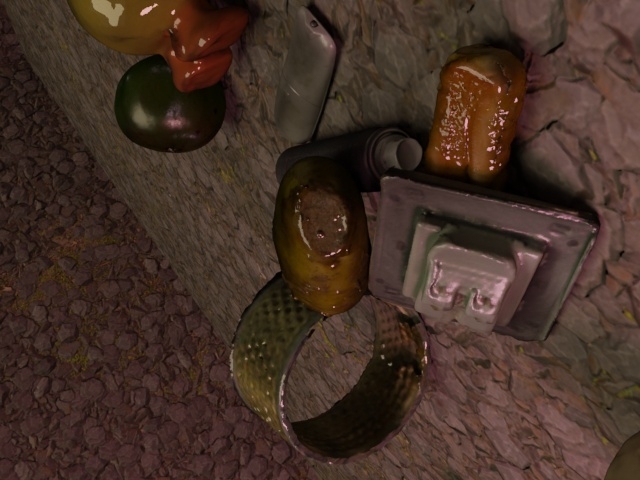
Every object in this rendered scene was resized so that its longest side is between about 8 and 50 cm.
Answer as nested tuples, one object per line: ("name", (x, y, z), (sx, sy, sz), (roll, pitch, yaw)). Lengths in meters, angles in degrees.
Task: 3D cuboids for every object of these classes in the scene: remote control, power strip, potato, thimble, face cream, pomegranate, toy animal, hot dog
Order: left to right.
("toy animal", (-0.260, -0.369, 0.843), (0.338, 0.191, 0.216), (58, 159, 1))
("pomegranate", (-0.256, -0.260, 1.039), (0.187, 0.187, 0.225), (165, 98, -68))
("remote control", (-0.030, -0.197, 0.784), (0.073, 0.044, 0.229), (55, 159, 13))
("potato", (0.000, 0.000, 0.700), (0.251, 0.113, 0.149), (73, -179, -62))
("thimble", (0.017, 0.175, 0.898), (0.150, 0.271, 0.270), (21, 138, 55))
("face cream", (0.029, -0.094, 0.759), (0.283, 0.073, 0.073), (5, 124, 64))
("hot dog", (0.137, -0.057, 0.588), (0.083, 0.068, 0.289), (19, 141, 17))
("power strip", (0.139, 0.038, 0.595), (0.198, 0.064, 0.213), (13, 141, 13))

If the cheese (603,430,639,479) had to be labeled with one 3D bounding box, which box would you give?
("cheese", (0.309, 0.286, 0.499), (0.174, 0.251, 0.247), (8, 111, 62))
